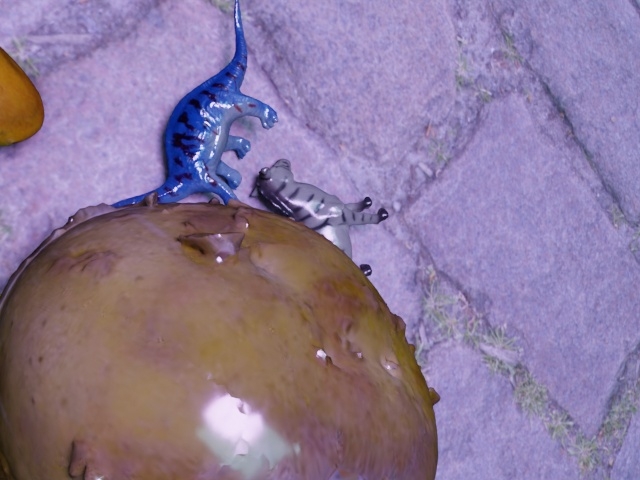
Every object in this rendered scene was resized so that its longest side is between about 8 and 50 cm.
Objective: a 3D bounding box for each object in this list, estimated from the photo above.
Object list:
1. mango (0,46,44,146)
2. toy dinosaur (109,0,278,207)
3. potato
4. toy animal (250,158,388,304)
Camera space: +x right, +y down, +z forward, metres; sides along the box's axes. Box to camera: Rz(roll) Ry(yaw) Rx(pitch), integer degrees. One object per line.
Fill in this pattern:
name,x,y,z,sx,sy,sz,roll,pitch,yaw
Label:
mango,-0.375,-0.154,0.634,0.227,0.109,0.147,26,48,-27
toy dinosaur,-0.128,-0.116,0.805,0.144,0.076,0.329,35,79,-25
potato,-0.060,0.157,0.645,0.442,0.319,0.385,14,87,-39
toy animal,0.003,-0.001,0.878,0.176,0.073,0.217,-4,92,-26
